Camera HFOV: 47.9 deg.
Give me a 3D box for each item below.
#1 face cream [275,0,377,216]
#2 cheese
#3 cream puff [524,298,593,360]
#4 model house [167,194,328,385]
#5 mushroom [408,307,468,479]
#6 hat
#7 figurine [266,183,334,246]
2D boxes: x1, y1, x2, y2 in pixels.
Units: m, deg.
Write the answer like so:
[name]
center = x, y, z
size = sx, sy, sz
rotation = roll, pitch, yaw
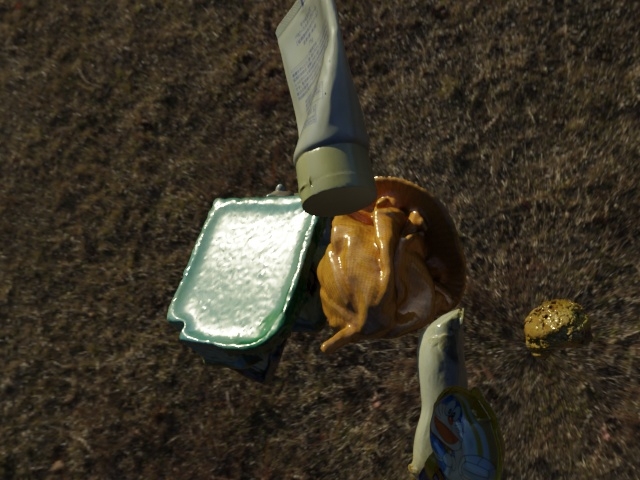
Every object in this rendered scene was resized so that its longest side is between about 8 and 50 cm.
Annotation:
[face cream]
center = 0.001, -0.139, 0.680
size = 0.070, 0.114, 0.224
rotation = 1, 68, -28
[cheese]
center = 0.214, 0.335, 1.121
size = 0.069, 0.270, 0.177
rotation = -7, 44, -25
[cream puff]
center = 0.426, 0.157, 1.300
size = 0.119, 0.133, 0.104
rotation = -15, 74, 13
[model house]
center = -0.069, 0.100, 1.170
size = 0.230, 0.249, 0.280
rotation = 0, 57, 31
[mushroom]
center = 0.240, 0.308, 1.428
size = 0.109, 0.097, 0.351
rotation = 9, 76, -12
[hat]
center = 0.054, 0.079, 0.968
size = 0.233, 0.233, 0.244
rotation = 51, 135, -9
[figurine]
center = 0.001, 0.000, 1.598
size = 0.203, 0.381, 0.248
rotation = -10, 88, 32
